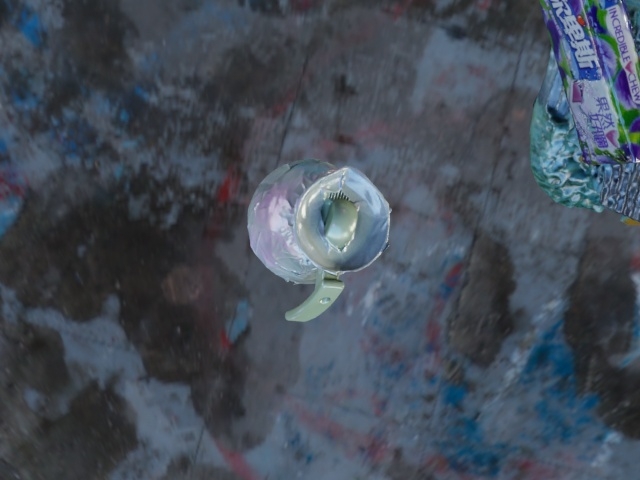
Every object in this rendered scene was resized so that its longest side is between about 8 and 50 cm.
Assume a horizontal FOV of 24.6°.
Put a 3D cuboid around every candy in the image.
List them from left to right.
[{"bbox_3d":[0.275,-0.228,1.519,0.061,0.088,0.312,-21,100,-23],"label":"candy"}]

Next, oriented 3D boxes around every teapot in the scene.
[{"bbox_3d":[0.000,0.000,0.728,0.064,0.064,0.083,8,88,-19],"label":"teapot"}]

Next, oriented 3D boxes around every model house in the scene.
[{"bbox_3d":[0.383,-0.120,1.662,0.225,0.241,0.261,6,111,-11],"label":"model house"}]
